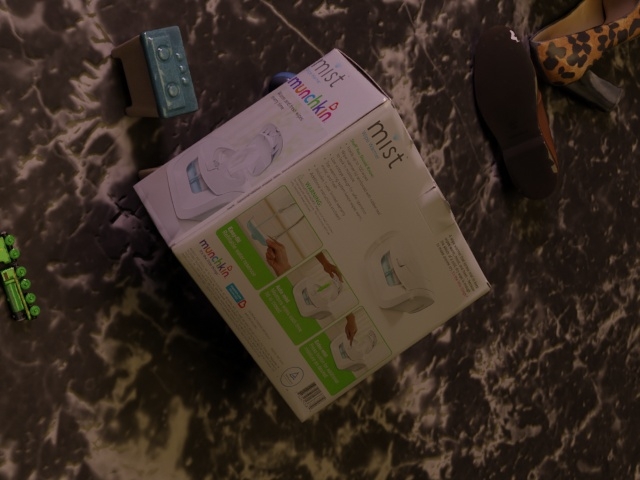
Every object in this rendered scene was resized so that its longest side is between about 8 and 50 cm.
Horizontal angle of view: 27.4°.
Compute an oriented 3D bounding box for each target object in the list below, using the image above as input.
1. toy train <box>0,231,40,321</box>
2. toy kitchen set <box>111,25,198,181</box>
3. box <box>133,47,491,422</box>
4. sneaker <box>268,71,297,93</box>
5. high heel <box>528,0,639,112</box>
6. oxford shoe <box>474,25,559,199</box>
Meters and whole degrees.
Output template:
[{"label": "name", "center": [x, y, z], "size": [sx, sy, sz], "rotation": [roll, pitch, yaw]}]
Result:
[{"label": "toy train", "center": [-0.270, 0.033, 1.154], "size": [0.023, 0.017, 0.083], "rotation": [-23, 103, -30]}, {"label": "toy kitchen set", "center": [-0.071, -0.135, 1.268], "size": [0.207, 0.122, 0.166], "rotation": [-19, 100, -41]}, {"label": "box", "center": [0.000, 0.000, 1.221], "size": [0.231, 0.127, 0.262], "rotation": [-36, 129, -3]}, {"label": "sneaker", "center": [0.000, -0.154, 1.380], "size": [0.144, 0.053, 0.059], "rotation": [20, 75, -48]}, {"label": "high heel", "center": [0.348, -0.309, 1.660], "size": [0.186, 0.093, 0.261], "rotation": [20, 84, -45]}, {"label": "oxford shoe", "center": [0.237, -0.156, 1.590], "size": [0.076, 0.076, 0.212], "rotation": [-37, 112, -69]}]
